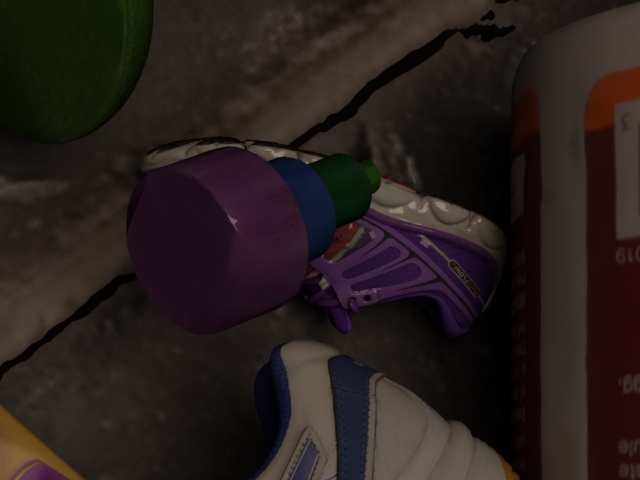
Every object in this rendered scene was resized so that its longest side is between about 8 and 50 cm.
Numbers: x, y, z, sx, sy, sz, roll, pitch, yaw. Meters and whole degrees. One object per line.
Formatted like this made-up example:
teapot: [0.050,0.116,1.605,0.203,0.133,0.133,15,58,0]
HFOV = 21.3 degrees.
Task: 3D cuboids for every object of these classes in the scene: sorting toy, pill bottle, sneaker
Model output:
sorting toy: [-0.091,-0.134,0.697,0.126,0.127,0.365,-23,73,-43]
pill bottle: [0.189,0.112,0.698,0.224,0.224,0.392,5,79,-17]
sneaker: [0.000,0.000,0.742,0.170,0.068,0.071,19,88,-11]
sneaker: [-0.055,0.167,0.631,0.131,0.112,0.296,39,65,6]

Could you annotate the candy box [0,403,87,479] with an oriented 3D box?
candy box: [-0.123,0.145,0.682,0.186,0.053,0.109,43,70,-9]
